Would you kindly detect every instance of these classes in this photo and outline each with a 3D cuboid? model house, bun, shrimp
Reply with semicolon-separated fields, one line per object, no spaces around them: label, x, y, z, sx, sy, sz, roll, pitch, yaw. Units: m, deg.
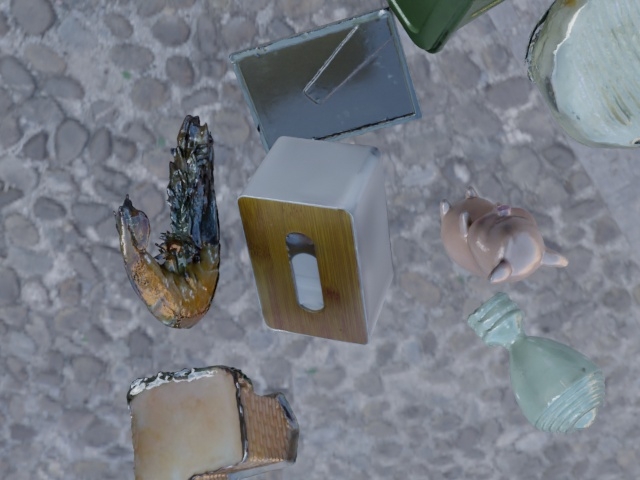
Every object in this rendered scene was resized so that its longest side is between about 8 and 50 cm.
model house;-0.132;0.259;1.335;0.183;0.166;0.172;-19;156;25
bun;0.373;-0.230;1.247;0.239;0.141;0.239;1;110;2
shrimp;-0.190;-0.037;1.263;0.054;0.290;0.222;-4;164;24

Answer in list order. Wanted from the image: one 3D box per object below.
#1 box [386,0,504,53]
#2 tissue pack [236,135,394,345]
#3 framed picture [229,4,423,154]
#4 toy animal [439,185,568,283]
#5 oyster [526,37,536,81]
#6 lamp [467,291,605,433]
box;0.191;-0.450;1.430;0.177;0.329;0.253;-30;85;-17
tissue pack;0.001;0.000;1.353;0.159;0.136;0.246;7;134;19
framed picture;0.012;-0.256;1.661;0.281;0.019;0.209;-14;122;9
toy animal;0.328;0.001;1.919;0.166;0.250;0.154;-30;117;-12
oyster;0.372;-0.308;1.711;0.054;0.019;0.083;-2;82;-15
lamp;0.262;0.148;1.214;0.106;0.193;0.106;-31;156;-16
